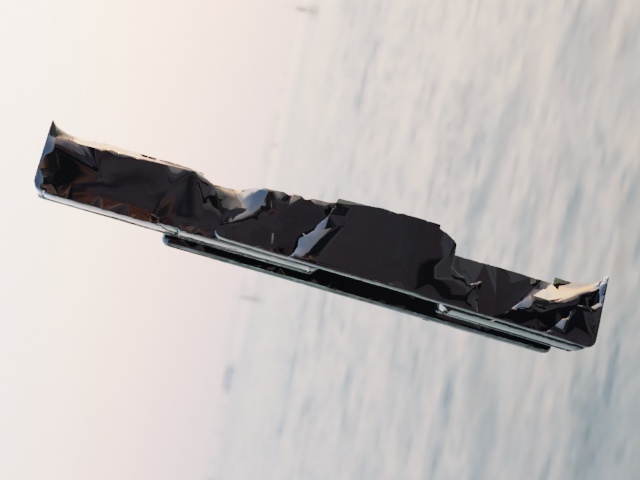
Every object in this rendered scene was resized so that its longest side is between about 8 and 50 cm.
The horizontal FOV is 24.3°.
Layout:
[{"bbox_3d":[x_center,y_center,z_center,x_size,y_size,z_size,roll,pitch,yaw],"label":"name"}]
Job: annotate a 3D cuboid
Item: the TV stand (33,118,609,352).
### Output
[{"bbox_3d":[0.000,0.000,0.648,0.042,0.249,0.036,126,159,-74],"label":"TV stand"}]
